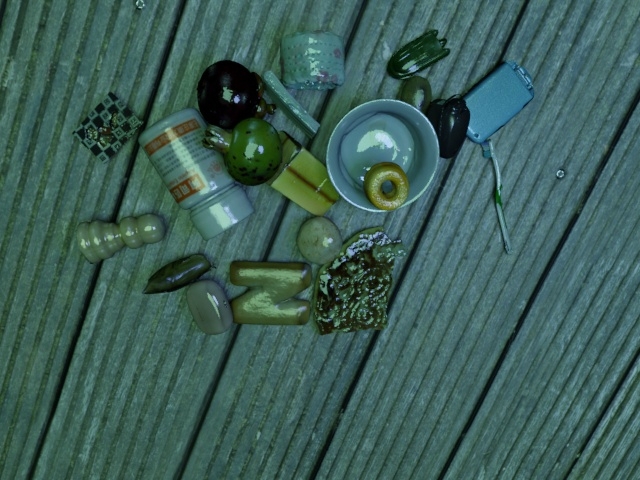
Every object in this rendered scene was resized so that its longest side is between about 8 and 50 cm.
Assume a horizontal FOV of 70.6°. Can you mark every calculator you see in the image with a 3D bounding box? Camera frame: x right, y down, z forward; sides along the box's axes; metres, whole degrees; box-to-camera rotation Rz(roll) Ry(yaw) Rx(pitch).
[{"bbox_3d":[0.567,-0.452,1.493,0.293,0.051,0.173,-41,102,6],"label":"calculator"}]

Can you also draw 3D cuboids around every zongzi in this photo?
[{"bbox_3d":[-0.464,0.109,1.485,0.204,0.204,0.094,-24,92,2],"label":"zongzi"}]

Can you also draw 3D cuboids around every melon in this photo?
[{"bbox_3d":[0.307,-0.446,1.460,0.099,0.099,0.162,4,103,-4],"label":"melon"}]

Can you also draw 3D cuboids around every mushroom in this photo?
[{"bbox_3d":[0.000,0.000,1.520,0.127,0.166,0.166,-9,107,-45],"label":"mushroom"}]

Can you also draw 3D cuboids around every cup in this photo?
[{"bbox_3d":[0.188,-0.278,1.443,0.346,0.163,0.348,0,112,-1],"label":"cup"}]

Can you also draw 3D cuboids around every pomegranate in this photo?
[{"bbox_3d":[-0.226,-0.269,1.335,0.247,0.202,0.202,14,101,-25],"label":"pomegranate"}]

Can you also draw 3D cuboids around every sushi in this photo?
[{"bbox_3d":[-0.682,-0.365,1.464,0.201,0.031,0.139,-41,101,9],"label":"sushi"}]

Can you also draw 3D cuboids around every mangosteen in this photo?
[{"bbox_3d":[-0.253,-0.433,1.389,0.249,0.211,0.212,10,102,-27],"label":"mangosteen"}]

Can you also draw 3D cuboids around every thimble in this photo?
[{"bbox_3d":[-0.032,-0.544,1.386,0.210,0.185,0.150,4,102,30],"label":"thimble"}]

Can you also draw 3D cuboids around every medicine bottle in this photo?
[{"bbox_3d":[-0.381,-0.204,1.419,0.211,0.211,0.372,-29,101,4],"label":"medicine bottle"}]

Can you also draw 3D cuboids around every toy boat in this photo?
[{"bbox_3d":[0.312,-0.592,1.451,0.210,0.052,0.104,-30,86,4],"label":"toy boat"}]

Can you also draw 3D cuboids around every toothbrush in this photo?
[{"bbox_3d":[0.623,-0.145,1.565,0.040,0.042,0.418,-8,106,40],"label":"toothbrush"}]

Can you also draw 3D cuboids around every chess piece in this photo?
[{"bbox_3d":[-0.646,-0.021,1.497,0.260,0.143,0.143,-14,102,-7],"label":"chess piece"}]

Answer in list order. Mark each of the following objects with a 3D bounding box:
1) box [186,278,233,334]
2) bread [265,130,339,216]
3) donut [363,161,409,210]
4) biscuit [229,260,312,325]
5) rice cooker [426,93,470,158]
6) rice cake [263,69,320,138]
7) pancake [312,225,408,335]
[{"bbox_3d":[-0.382,0.230,1.558,0.145,0.088,0.200,-15,100,30],"label":"box"},{"bbox_3d":[-0.068,-0.216,1.520,0.168,0.163,0.264,-49,132,7],"label":"bread"},{"bbox_3d":[0.202,-0.160,1.374,0.151,0.058,0.152,-1,113,-3],"label":"donut"},{"bbox_3d":[-0.177,0.186,1.588,0.290,0.062,0.237,4,102,-2],"label":"biscuit"},{"bbox_3d":[0.402,-0.363,1.444,0.142,0.118,0.203,-35,137,-34],"label":"rice cooker"},{"bbox_3d":[-0.095,-0.425,1.431,0.043,0.127,0.237,-45,98,-4],"label":"rice cake"},{"bbox_3d":[0.134,0.146,1.604,0.304,0.067,0.427,11,100,-13],"label":"pancake"}]
